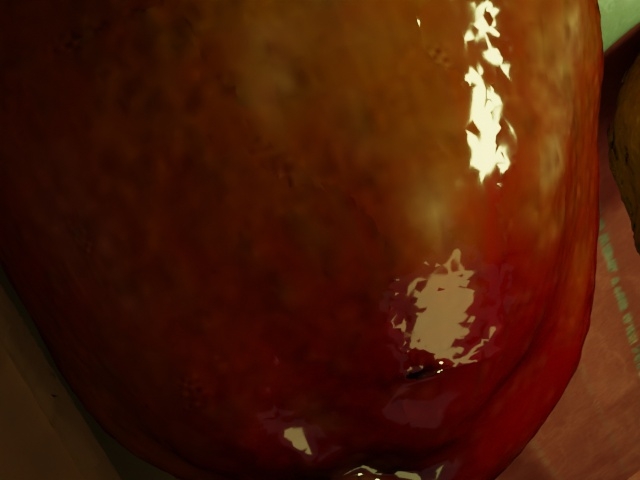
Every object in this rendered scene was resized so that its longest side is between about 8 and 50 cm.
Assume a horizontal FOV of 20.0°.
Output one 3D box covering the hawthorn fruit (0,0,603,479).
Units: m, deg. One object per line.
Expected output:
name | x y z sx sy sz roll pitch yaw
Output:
hawthorn fruit | -0.009 -0.039 0.751 0.295 0.311 0.295 -24 -170 5

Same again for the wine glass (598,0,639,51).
wine glass | 0.100 -0.114 1.041 0.202 0.093 0.093 -32 159 -4

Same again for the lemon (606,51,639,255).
lemon | 0.353 -0.076 1.296 0.310 0.258 0.258 -30 159 2

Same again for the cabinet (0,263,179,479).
cabinet | -0.117 0.159 1.001 0.227 0.290 0.318 -13 150 -47
